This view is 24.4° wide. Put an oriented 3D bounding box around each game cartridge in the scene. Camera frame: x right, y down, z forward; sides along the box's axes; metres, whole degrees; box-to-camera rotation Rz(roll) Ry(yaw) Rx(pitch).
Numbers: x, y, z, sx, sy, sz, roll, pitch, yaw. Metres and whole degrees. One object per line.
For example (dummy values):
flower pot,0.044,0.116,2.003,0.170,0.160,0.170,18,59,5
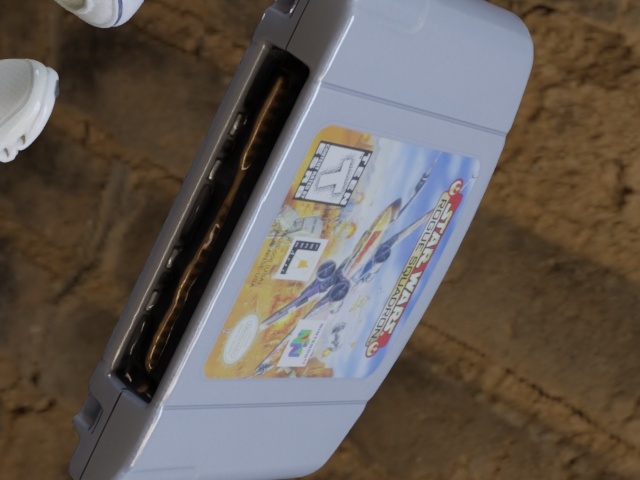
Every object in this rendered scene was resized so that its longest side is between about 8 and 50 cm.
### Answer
game cartridge,0.000,0.000,0.778,0.062,0.198,0.297,36,-73,36

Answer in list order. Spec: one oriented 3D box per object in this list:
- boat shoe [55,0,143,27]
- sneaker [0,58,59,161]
boat shoe,-0.303,-0.299,1.219,0.136,0.156,0.367,-10,-56,50
sneaker,-0.391,-0.122,1.412,0.292,0.118,0.110,-11,-122,16
